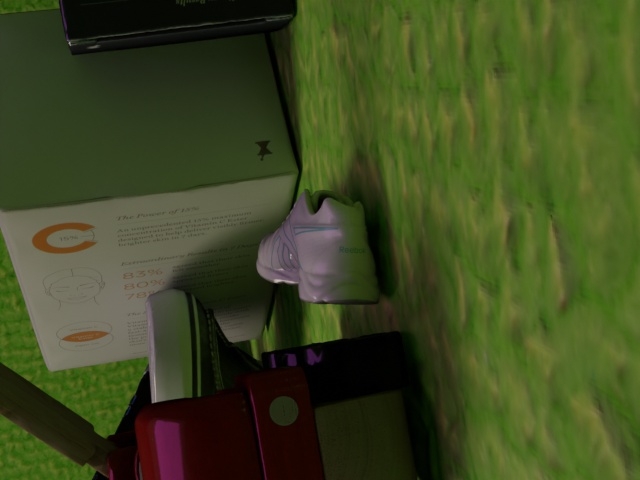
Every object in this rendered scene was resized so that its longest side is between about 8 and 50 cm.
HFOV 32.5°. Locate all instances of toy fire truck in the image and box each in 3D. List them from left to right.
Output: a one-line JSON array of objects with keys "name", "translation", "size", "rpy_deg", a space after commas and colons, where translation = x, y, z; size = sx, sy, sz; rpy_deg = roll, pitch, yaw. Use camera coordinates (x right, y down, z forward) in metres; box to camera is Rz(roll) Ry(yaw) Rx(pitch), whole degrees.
[{"name": "toy fire truck", "translation": [-0.084, 0.111, 0.619], "size": [0.217, 0.246, 0.158], "rpy_deg": [149, 112, -78]}]

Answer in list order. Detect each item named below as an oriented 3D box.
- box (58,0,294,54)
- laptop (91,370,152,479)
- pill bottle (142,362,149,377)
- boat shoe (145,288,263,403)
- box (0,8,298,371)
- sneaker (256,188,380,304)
[{"name": "box", "translation": [-0.112, -0.237, 0.741], "size": [0.108, 0.153, 0.207], "rpy_deg": [-152, 55, -77]}, {"name": "laptop", "translation": [-0.116, 0.303, 1.097], "size": [0.234, 0.136, 0.264], "rpy_deg": [52, -133, -37]}, {"name": "pill bottle", "translation": [-0.153, 0.192, 1.326], "size": [0.246, 0.130, 0.130], "rpy_deg": [115, 145, -71]}, {"name": "boat shoe", "translation": [-0.083, 0.145, 0.974], "size": [0.335, 0.119, 0.121], "rpy_deg": [86, 177, -56]}, {"name": "box", "translation": [-0.154, -0.034, 0.941], "size": [0.345, 0.215, 0.168], "rpy_deg": [107, 153, -64]}, {"name": "sneaker", "translation": [0.000, 0.000, 0.643], "size": [0.152, 0.053, 0.061], "rpy_deg": [-166, 77, -71]}]
